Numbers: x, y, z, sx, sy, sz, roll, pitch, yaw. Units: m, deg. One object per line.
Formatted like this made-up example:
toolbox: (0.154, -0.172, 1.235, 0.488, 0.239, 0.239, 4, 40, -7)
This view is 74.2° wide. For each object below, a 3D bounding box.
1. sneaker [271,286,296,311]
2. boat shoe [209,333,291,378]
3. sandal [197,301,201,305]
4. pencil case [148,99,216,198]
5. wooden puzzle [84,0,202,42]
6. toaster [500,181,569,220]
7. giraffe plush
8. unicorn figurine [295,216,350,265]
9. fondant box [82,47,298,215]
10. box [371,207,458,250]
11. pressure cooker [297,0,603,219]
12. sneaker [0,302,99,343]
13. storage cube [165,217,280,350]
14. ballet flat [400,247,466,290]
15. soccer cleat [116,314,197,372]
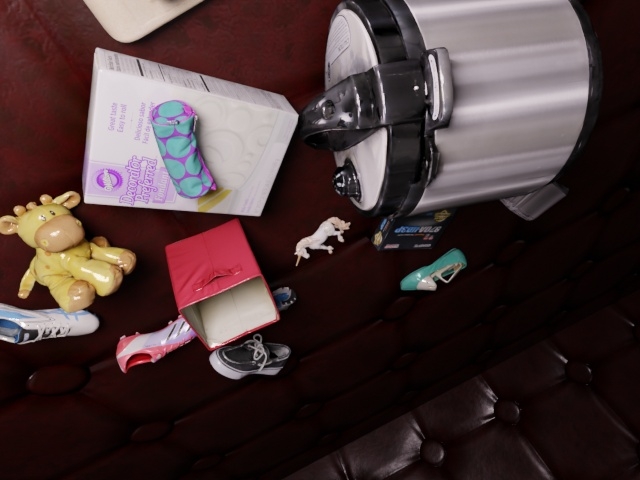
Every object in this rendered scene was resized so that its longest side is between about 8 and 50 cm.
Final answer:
sneaker: (-0.165, 0.191, 1.209, 0.190, 0.071, 0.083, -4, 143, -25)
boat shoe: (-0.205, 0.361, 1.326, 0.105, 0.113, 0.306, -50, 139, 13)
sandal: (-0.253, 0.226, 1.148, 0.088, 0.079, 0.240, -65, 153, -17)
pencil case: (-0.219, -0.142, 0.682, 0.070, 0.065, 0.152, -6, 137, -3)
wooden puzzle: (-0.198, -0.454, 0.507, 0.347, 0.081, 0.322, -30, 140, -1)
toaster: (0.633, -0.156, 1.288, 0.226, 0.129, 0.146, 15, 125, -42)
giraffe plush: (-0.474, 0.006, 0.782, 0.210, 0.181, 0.171, 7, 125, 9)
unicorn figurine: (0.000, 0.000, 1.125, 0.111, 0.060, 0.162, 24, 101, -44)
fondant box: (-0.234, -0.172, 0.767, 0.330, 0.096, 0.238, 3, 129, -32)
box: (0.276, -0.052, 1.235, 0.220, 0.051, 0.175, -1, 132, -32)
pressure cooker: (0.171, -0.224, 0.711, 0.420, 0.376, 0.370, -11, 146, -9)
sneaker: (-0.610, 0.190, 0.921, 0.237, 0.086, 0.085, 13, 123, -41)
storage cube: (-0.223, 0.098, 0.977, 0.183, 0.193, 0.215, -23, 139, -9)
ballet flat: (0.395, 0.120, 1.458, 0.247, 0.087, 0.083, -32, 141, 2)
soccer cleat: (-0.406, 0.269, 1.118, 0.247, 0.095, 0.083, -15, 138, -17)
